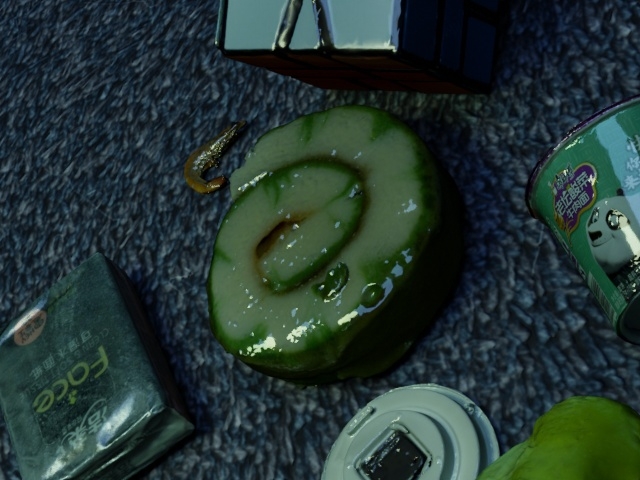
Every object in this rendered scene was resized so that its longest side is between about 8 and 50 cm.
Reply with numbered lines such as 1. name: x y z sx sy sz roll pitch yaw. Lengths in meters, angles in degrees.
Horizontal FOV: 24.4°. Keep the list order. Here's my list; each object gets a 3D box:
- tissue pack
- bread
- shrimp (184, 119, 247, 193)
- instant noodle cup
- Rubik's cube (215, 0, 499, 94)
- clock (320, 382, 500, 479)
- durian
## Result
1. tissue pack: -0.318 0.195 2.002 0.228 0.103 0.316 -38 46 8
2. bread: 0.000 0.000 1.904 0.366 0.129 0.382 -45 46 0
3. shrimp: -0.145 -0.123 2.155 0.127 0.025 0.091 -48 47 3
4. instant noodle cup: 0.372 -0.014 1.603 0.251 0.251 0.190 -29 57 14
5. Rubik's cube: 0.057 -0.352 1.936 0.293 0.283 0.289 3 88 29
6. clock: 0.093 0.267 1.716 0.236 0.053 0.236 -18 51 23
7. durian: 0.231 0.304 1.499 0.339 0.204 0.256 -42 35 2
